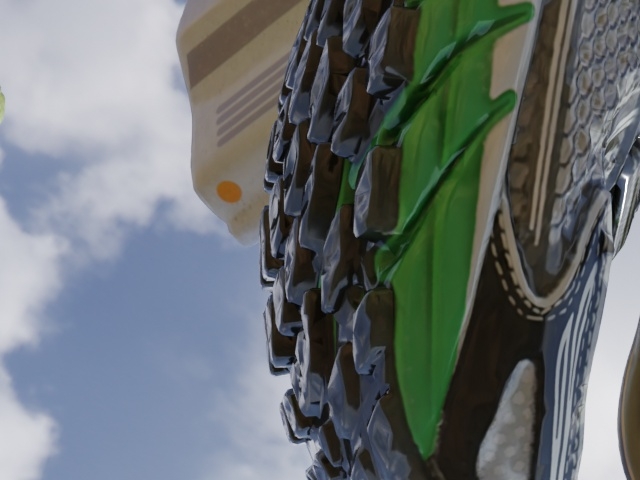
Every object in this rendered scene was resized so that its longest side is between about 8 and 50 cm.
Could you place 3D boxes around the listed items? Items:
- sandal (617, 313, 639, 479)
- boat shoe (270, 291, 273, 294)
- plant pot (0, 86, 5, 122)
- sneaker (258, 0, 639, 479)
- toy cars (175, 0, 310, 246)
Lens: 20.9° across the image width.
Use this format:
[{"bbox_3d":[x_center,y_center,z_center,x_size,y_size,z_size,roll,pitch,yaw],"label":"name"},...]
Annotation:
[{"bbox_3d":[0.175,0.052,0.768,0.072,0.049,0.180,4,-90,-20],"label":"sandal"},{"bbox_3d":[0.000,0.000,1.412,0.050,0.135,0.045,34,-51,-1],"label":"boat shoe"},{"bbox_3d":[-0.429,-0.102,1.540,0.254,0.276,0.276,23,-98,-3],"label":"plant pot"},{"bbox_3d":[0.086,-0.081,0.402,0.146,0.134,0.343,24,-114,-3],"label":"sneaker"},{"bbox_3d":[0.044,-0.176,0.695,0.087,0.176,0.394,41,-105,-23],"label":"toy cars"}]
